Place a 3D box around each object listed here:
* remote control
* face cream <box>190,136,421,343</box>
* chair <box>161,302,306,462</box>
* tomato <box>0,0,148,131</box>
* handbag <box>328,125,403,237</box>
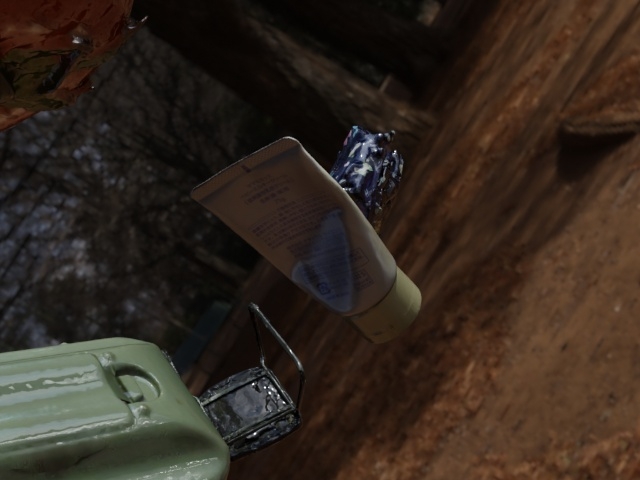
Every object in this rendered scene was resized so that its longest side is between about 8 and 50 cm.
[{"bbox_3d":[-0.204,0.107,0.520,0.335,0.128,0.066,-5,-50,-39],"label":"remote control"},{"bbox_3d":[0.000,0.000,0.965,0.114,0.224,0.070,-27,36,28],"label":"face cream"},{"bbox_3d":[-0.099,0.217,1.427,0.140,0.145,0.221,-26,-40,-15],"label":"chair"},{"bbox_3d":[-0.328,-0.229,0.911,0.341,0.273,0.341,-31,-4,-2],"label":"tomato"},{"bbox_3d":[0.040,-0.041,1.546,0.260,0.113,0.162,109,180,-52],"label":"handbag"}]
